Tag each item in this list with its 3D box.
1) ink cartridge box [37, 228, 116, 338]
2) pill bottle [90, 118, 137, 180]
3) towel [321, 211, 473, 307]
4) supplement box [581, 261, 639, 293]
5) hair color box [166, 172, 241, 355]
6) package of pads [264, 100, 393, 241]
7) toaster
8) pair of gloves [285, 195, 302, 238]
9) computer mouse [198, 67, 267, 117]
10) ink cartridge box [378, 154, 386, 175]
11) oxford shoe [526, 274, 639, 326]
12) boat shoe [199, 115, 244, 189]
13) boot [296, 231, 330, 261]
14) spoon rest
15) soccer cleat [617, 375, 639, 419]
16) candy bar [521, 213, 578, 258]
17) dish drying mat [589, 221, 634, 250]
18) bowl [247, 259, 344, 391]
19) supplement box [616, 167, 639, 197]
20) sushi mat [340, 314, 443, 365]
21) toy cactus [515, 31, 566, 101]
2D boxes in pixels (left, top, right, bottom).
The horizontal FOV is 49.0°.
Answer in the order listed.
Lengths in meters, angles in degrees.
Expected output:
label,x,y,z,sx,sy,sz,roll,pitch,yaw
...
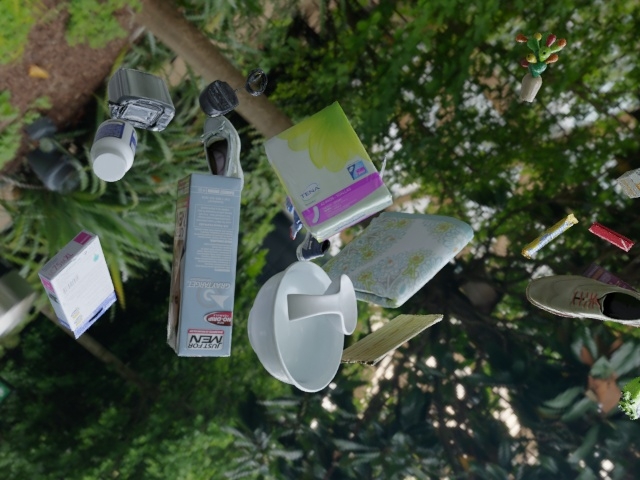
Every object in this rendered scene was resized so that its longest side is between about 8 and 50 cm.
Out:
label,x,y,z,sx,sy,sz,roll,pitch,yaw
ink cartridge box,-0.700,0.133,2.047,0.185,0.065,0.311,-52,157,-34
pill bottle,-0.557,-0.240,1.888,0.112,0.112,0.186,-44,-151,20
towel,0.196,0.048,1.953,0.320,0.090,0.374,-43,-154,-23
supplement box,0.863,0.157,2.057,0.080,0.104,0.188,-52,-140,7
hair color box,-0.255,0.051,1.522,0.185,0.114,0.374,179,-86,-71
package of pads,0.014,-0.169,1.779,0.229,0.296,0.101,-28,166,2
toaster,-0.571,-0.442,2.187,0.129,0.227,0.146,-44,-128,39
pair of gloves,-0.086,-0.112,2.281,0.159,0.023,0.198,113,-28,-54
computer mouse,-0.191,-0.324,1.538,0.041,0.071,0.242,-26,-170,38
ink cartridge box,0.197,-0.223,2.569,0.145,0.045,0.179,37,69,-83
oxford shoe,0.742,0.156,1.938,0.130,0.348,0.122,19,79,-65
boat shoe,-0.343,-0.302,2.397,0.118,0.320,0.103,-21,156,20
boot,0.000,0.000,2.149,0.086,0.069,0.190,-12,-150,28
spoon rest,0.027,0.141,1.522,0.084,0.137,0.276,-8,174,26
soccer cleat,0.747,0.372,1.659,0.072,0.060,0.179,-37,145,-5
candy bar,0.588,-0.010,1.810,0.161,0.040,0.018,-40,-142,16
dish drying mat,0.570,-0.008,1.379,0.008,0.083,0.032,-52,163,-25
bowl,-0.075,0.201,1.628,0.134,0.297,0.298,-9,-151,30
supplement box,0.785,-0.142,1.754,0.036,0.062,0.098,-36,177,5
sushi mat,0.174,0.255,1.833,0.151,0.019,0.317,-4,-166,44
toy cactus,0.553,-0.454,1.823,0.219,0.112,0.180,-89,-166,-77
